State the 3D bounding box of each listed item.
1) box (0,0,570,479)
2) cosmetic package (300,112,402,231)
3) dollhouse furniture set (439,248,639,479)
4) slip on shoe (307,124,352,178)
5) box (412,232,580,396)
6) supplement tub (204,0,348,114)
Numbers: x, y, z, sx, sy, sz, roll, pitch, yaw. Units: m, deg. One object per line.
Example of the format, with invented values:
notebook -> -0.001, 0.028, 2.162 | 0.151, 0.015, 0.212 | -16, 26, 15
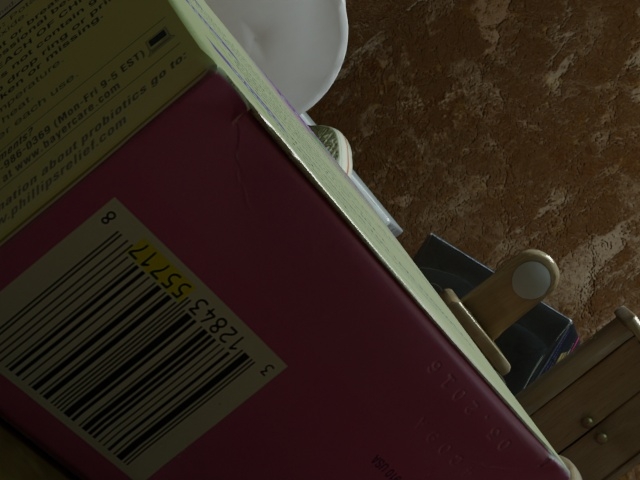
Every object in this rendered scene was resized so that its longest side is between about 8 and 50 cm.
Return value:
box -> -0.050, -0.003, 0.492 | 0.213, 0.117, 0.243 | 48, 6, -35
cosmetic package -> 0.002, -0.104, 2.059 | 0.284, 0.097, 0.377 | 53, 4, 6
dollhouse furniture set -> 0.230, 0.169, 0.962 | 0.303, 0.174, 0.355 | 50, 4, -9
slip on shoe -> -0.011, -0.073, 1.575 | 0.101, 0.123, 0.331 | 54, -1, -13
box -> 0.159, 0.110, 1.312 | 0.165, 0.143, 0.270 | 32, -1, 16
supplement tub -> -0.103, -0.262, 1.403 | 0.228, 0.228, 0.316 | 49, 5, -28
